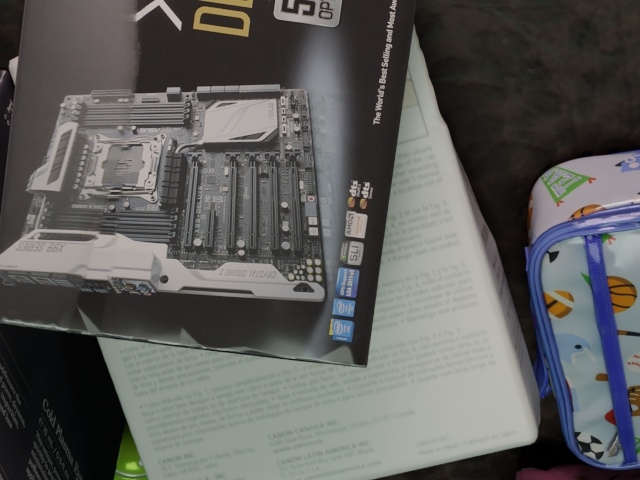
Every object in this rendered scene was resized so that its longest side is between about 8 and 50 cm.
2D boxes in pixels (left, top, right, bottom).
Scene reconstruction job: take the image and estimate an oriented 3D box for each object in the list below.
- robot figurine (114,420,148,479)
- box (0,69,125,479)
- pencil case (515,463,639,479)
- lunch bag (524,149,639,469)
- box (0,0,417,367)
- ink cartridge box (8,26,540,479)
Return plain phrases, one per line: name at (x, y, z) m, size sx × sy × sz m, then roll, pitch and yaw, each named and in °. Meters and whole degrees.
robot figurine at (-0.178, 0.211, 1.140) m, size 0.101 × 0.067 × 0.115 m, roll 11°, pitch 129°, yaw -5°
box at (-0.287, 0.108, 0.898) m, size 0.178 × 0.313 × 0.343 m, roll -7°, pitch 129°, yaw 8°
pencil case at (0.362, 0.272, 1.102) m, size 0.386 × 0.160 × 0.167 m, roll -6°, pitch 171°, yaw 9°
lunch bag at (0.285, 0.065, 0.978) m, size 0.243 × 0.115 × 0.303 m, roll -9°, pitch 128°, yaw 12°
box at (-0.071, -0.087, 0.780) m, size 0.242 × 0.076 × 0.308 m, roll 8°, pitch 94°, yaw -5°
ink cartridge box at (-0.030, 0.002, 0.925) m, size 0.308 × 0.091 × 0.385 m, roll -15°, pitch 100°, yaw 14°
